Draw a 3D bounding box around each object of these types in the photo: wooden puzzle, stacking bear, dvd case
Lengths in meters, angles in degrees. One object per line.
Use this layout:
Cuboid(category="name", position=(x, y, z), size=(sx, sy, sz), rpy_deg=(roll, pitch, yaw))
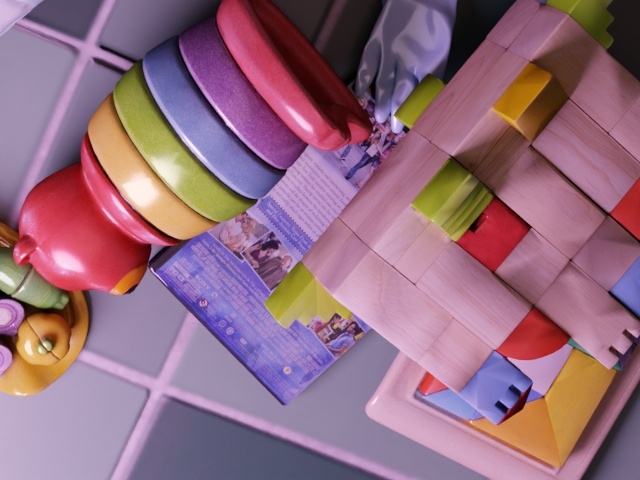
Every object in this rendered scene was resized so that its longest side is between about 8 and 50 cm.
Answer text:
Cuboid(category="wooden puzzle", position=(0.188, 0.105, 1.714), size=(0.221, 0.044, 0.238), rpy_deg=(28, 100, -20))
Cuboid(category="stacking bear", position=(-0.125, -0.063, 1.586), size=(0.289, 0.175, 0.164), rpy_deg=(-38, 88, 13))
Cuboid(category="dvd case", position=(0.000, 0.000, 1.684), size=(0.253, 0.022, 0.180), rpy_deg=(-42, 105, 5))

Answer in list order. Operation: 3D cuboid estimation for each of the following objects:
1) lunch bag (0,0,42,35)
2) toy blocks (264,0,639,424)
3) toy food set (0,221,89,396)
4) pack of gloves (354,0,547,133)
Cuboid(category="lunch bag", position=(-0.368, -0.210, 1.508), size=(0.223, 0.160, 0.262), rpy_deg=(-38, 139, 3))
Cuboid(category="toy blocks", position=(0.179, -0.005, 1.590), size=(0.261, 0.191, 0.381), rpy_deg=(39, 92, -24))
Cuboid(category="toy food set", position=(-0.297, 0.050, 1.632), size=(0.218, 0.071, 0.128), rpy_deg=(37, 97, -14))
Cuboid(category="pack of gloves", position=(0.140, -0.190, 1.629), size=(0.195, 0.046, 0.232), rpy_deg=(10, 98, -13))
